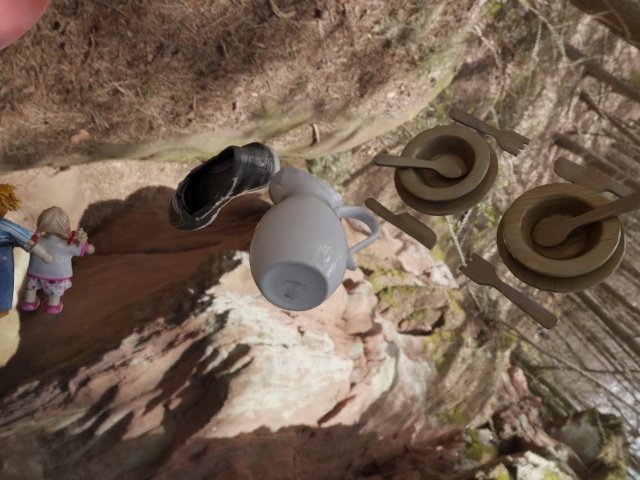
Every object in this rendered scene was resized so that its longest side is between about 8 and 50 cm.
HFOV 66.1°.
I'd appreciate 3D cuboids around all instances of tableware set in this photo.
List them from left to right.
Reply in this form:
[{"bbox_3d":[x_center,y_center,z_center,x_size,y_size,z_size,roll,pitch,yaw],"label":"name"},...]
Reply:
[{"bbox_3d":[0.136,-0.037,0.380,0.128,0.194,0.039,-47,145,-6],"label":"tableware set"}]

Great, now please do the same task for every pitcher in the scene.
[{"bbox_3d":[0.000,0.000,0.663,0.177,0.207,0.125,15,126,-6],"label":"pitcher"}]

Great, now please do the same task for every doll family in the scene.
[{"bbox_3d":[-0.415,0.005,0.571,0.263,0.118,0.163,11,104,-13],"label":"doll family"}]

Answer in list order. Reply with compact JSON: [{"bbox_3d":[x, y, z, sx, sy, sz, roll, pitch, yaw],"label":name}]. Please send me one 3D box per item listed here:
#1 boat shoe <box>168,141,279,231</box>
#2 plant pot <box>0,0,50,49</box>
[{"bbox_3d":[-0.221,-0.104,0.947,0.335,0.112,0.095,-22,163,39],"label":"boat shoe"},{"bbox_3d":[-0.456,-0.334,0.475,0.275,0.275,0.243,-27,152,-14],"label":"plant pot"}]
